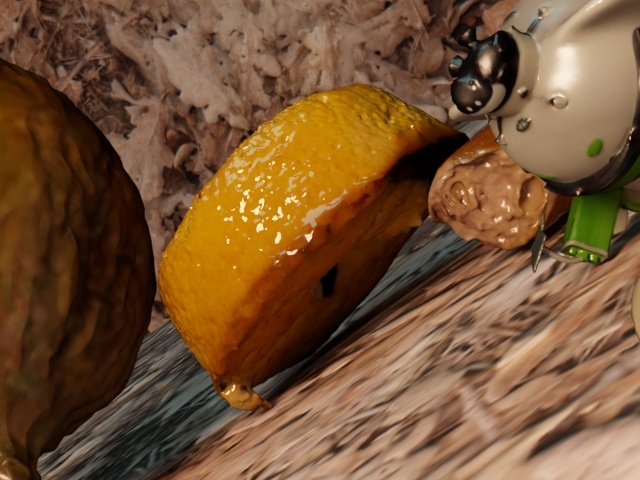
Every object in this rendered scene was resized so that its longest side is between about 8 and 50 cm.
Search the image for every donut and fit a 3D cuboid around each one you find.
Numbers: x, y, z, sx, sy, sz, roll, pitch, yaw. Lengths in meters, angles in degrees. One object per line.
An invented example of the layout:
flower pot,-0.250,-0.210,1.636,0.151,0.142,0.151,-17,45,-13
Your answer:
donut,-0.002,0.001,0.959,0.253,0.118,0.253,-40,-19,-16

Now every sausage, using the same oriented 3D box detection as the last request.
sausage,0.153,-0.068,0.946,0.103,0.076,0.302,-22,8,24

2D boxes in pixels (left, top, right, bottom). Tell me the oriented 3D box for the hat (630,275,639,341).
hat,0.147,-0.027,0.386,0.147,0.085,0.175,-39,6,-40

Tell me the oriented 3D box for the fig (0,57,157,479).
fig,-0.203,0.074,0.860,0.286,0.368,0.286,-23,-37,-19

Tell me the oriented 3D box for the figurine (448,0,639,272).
figurine,0.143,-0.071,0.648,0.192,0.126,0.147,-1,-26,-27
